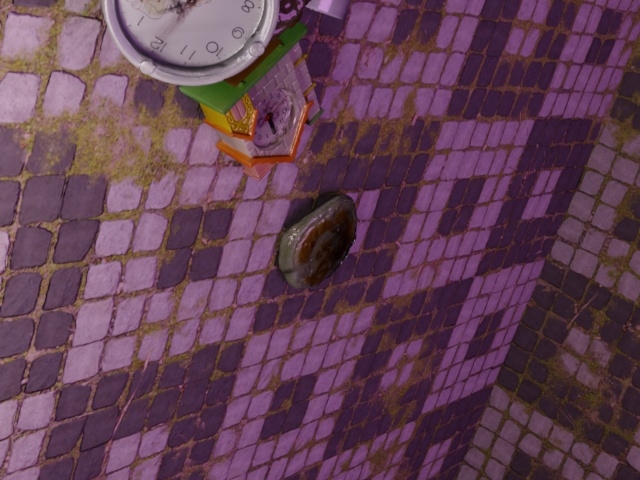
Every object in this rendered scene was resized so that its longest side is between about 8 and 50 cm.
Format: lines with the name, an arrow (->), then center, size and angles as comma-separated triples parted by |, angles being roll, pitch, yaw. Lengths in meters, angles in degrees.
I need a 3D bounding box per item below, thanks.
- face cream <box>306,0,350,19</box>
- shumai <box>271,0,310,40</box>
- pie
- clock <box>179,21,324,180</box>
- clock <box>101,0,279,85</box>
face cream -> 0.038, -0.564, 1.634 | 0.145, 0.145, 0.370 | -1, 116, -55
shumai -> -0.144, -0.426, 1.389 | 0.346, 0.217, 0.283 | -26, 146, -10
pie -> 0.000, 0.000, 2.147 | 0.240, 0.054, 0.240 | -37, 145, -32
clock -> -0.099, -0.237, 1.751 | 0.220, 0.106, 0.255 | -48, 147, -18
clock -> -0.173, -0.324, 1.335 | 0.236, 0.053, 0.236 | -4, 125, -6
